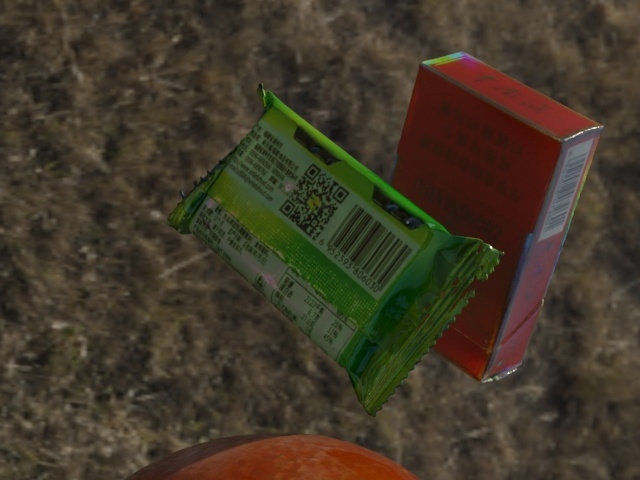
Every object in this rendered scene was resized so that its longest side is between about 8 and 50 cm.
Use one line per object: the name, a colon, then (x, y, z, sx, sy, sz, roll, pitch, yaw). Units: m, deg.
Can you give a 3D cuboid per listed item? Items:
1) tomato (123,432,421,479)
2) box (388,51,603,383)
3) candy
tomato: (-0.037, 0.234, 0.730, 0.265, 0.265, 0.265, 0, 90, -47)
box: (0.095, -0.014, 0.847, 0.048, 0.112, 0.175, -20, 135, -45)
candy: (0.001, 0.000, 0.718, 0.102, 0.178, 0.032, -56, 145, 8)
